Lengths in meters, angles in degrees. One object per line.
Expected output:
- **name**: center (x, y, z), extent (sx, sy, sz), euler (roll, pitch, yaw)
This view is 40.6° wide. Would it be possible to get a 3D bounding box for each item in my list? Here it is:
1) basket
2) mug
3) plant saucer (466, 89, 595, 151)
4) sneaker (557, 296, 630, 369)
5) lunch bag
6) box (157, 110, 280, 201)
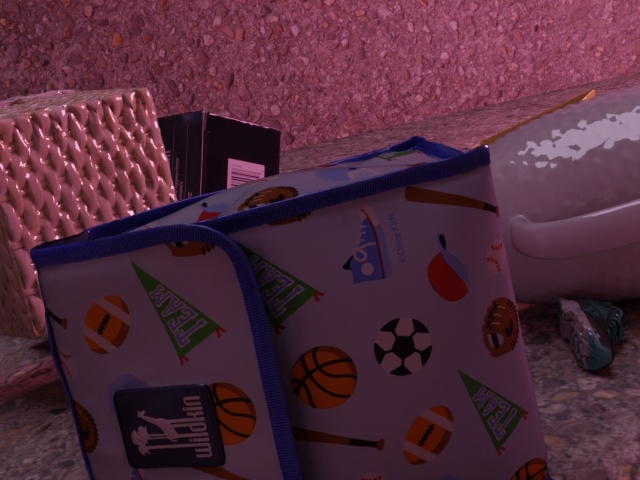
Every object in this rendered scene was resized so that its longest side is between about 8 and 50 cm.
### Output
- **basket**: center (-0.412, -0.056, 1.316), extent (0.266, 0.331, 0.328), euler (0, 18, 41)
- **mug**: center (0.353, -0.042, 1.107), extent (0.328, 0.276, 0.374), euler (-14, 6, 10)
- **plant saucer**: center (0.395, -0.167, 1.813), extent (0.333, 0.081, 0.333), euler (-24, 10, 48)
- **sneaker**: center (0.331, 0.102, 1.023), extent (0.076, 0.065, 0.166), euler (-7, 15, 6)
- **lunch bag**: center (-0.024, 0.108, 0.759), extent (0.386, 0.327, 0.239), euler (-14, 9, -11)
- **box**: center (-0.294, -0.078, 1.719), extent (0.395, 0.293, 0.212), euler (-2, -5, 40)
